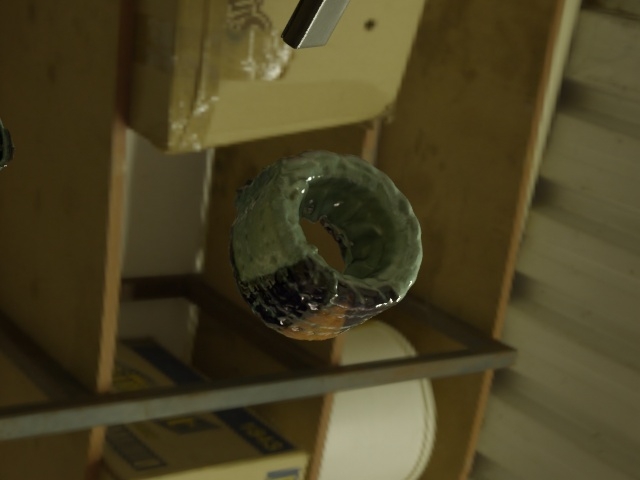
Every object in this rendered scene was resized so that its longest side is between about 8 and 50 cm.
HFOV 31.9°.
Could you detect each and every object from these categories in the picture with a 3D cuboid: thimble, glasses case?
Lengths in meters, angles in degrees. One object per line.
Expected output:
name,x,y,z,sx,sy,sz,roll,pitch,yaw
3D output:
thimble,0.000,0.000,1.410,0.150,0.237,0.237,-36,-115,50
glasses case,0.021,-0.300,1.241,0.042,0.072,0.190,36,-66,10

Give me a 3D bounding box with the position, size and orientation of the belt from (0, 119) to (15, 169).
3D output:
belt,-0.347,-0.118,0.887,0.116,0.206,0.267,-36,-154,4
